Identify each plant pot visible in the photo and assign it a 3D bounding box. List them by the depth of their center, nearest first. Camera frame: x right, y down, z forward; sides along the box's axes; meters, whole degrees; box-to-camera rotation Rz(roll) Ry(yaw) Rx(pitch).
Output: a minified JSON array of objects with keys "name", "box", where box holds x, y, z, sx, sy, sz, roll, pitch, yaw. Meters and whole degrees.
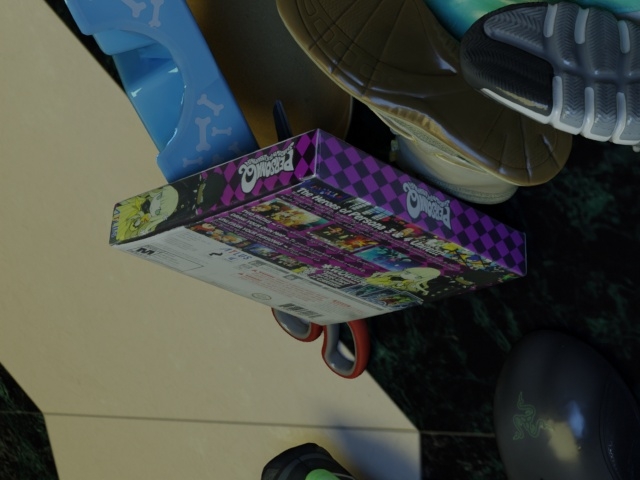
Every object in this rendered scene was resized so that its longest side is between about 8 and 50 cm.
[{"name":"plant pot","box":[-0.058,-0.159,1.107,0.236,0.032,0.236,28,137,29]}]

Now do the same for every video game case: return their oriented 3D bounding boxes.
[{"name":"video game case","box":[0.000,0.000,1.016,0.210,0.042,0.232,-17,152,41]}]

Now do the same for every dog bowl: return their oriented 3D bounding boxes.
[{"name":"dog bowl","box":[-0.129,-0.157,1.016,0.297,0.074,0.166,63,180,-37]}]

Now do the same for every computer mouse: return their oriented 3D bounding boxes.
[{"name":"computer mouse","box":[0.210,0.199,1.078,0.188,0.072,0.272,-6,115,49]}]

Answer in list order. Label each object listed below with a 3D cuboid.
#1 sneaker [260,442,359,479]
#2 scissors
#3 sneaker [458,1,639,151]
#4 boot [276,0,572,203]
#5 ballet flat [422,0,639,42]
[{"name":"sneaker","box":[-0.016,0.373,1.408,0.202,0.185,0.483,52,144,31]},{"name":"scissors","box":[0.002,0.009,1.160,0.109,0.021,0.297,34,146,24]},{"name":"sneaker","box":[0.190,-0.063,0.829,0.228,0.086,0.132,11,151,4]},{"name":"boot","box":[0.059,-0.100,0.931,0.213,0.077,0.165,35,174,0]},{"name":"ballet flat","box":[0.163,-0.162,0.847,0.247,0.083,0.087,-1,142,47]}]
